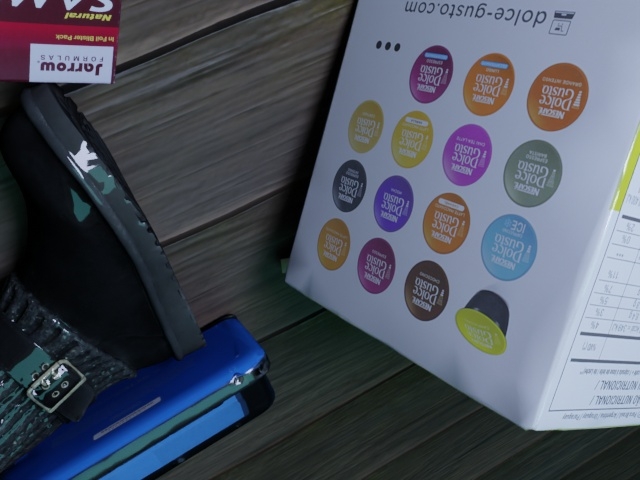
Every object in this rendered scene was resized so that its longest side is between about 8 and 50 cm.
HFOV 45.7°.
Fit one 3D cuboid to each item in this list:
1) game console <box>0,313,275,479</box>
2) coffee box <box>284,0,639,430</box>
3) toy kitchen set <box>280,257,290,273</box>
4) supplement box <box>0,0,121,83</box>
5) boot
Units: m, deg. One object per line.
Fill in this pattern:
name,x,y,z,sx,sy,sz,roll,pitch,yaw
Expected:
game console,-0.177,0.230,0.841,0.293,0.250,0.173,-31,107,-11
coffee box,0.225,-0.042,0.735,0.338,0.338,0.334,8,102,-38
toy kitchen set,0.000,0.000,0.884,0.083,0.075,0.068,-7,175,10
supplement box,-0.209,-0.236,0.540,0.130,0.073,0.239,-6,125,-30
boot,-0.265,0.054,0.673,0.260,0.131,0.347,-28,133,-13
